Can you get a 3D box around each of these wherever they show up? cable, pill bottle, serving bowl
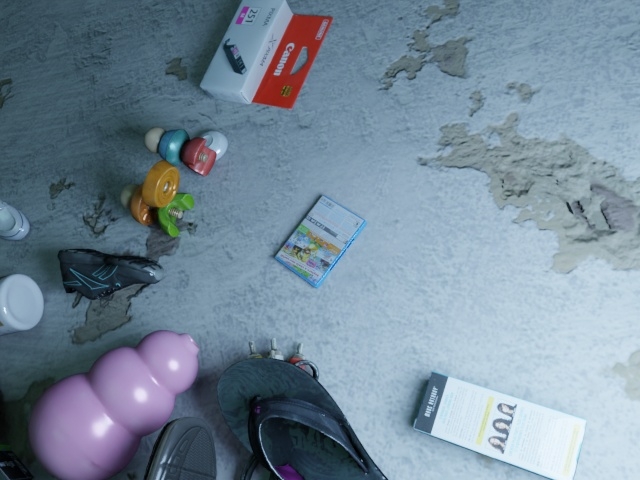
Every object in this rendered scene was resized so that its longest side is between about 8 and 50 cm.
[{"bbox_3d":[-0.073,0.322,1.135,0.140,0.072,0.287,1,79,4],"label":"cable"},{"bbox_3d":[-0.768,0.160,1.423,0.229,0.131,0.131,-13,63,16],"label":"pill bottle"},{"bbox_3d":[-0.259,-0.224,1.453,0.083,0.027,0.083,-9,64,19],"label":"serving bowl"}]

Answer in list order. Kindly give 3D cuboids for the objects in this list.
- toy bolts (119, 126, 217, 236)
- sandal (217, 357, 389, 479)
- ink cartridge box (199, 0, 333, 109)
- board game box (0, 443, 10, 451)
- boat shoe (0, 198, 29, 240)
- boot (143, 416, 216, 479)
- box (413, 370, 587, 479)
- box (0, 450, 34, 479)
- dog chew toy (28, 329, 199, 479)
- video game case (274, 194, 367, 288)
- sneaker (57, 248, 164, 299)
[{"bbox_3d":[-0.357,-0.157,1.357,0.159,0.218,0.228,21,73,13],"label":"toy bolts"},{"bbox_3d":[-0.007,0.351,1.011,0.446,0.107,0.167,42,86,22],"label":"sandal"},{"bbox_3d":[-0.129,-0.452,1.487,0.239,0.060,0.275,14,73,28],"label":"ink cartridge box"},{"bbox_3d":[-0.833,0.520,1.337,0.318,0.046,0.213,3,69,23],"label":"board game box"},{"bbox_3d":[-0.835,-0.069,1.584,0.226,0.076,0.083,25,79,29],"label":"boat shoe"},{"bbox_3d":[-0.328,0.485,1.059,0.284,0.138,0.377,-8,69,40],"label":"boot"},{"bbox_3d":[0.281,0.294,0.985,0.244,0.060,0.100,14,73,26],"label":"box"},{"bbox_3d":[-0.668,0.495,1.191,0.180,0.147,0.077,-42,81,-19],"label":"box"},{"bbox_3d":[-0.372,0.296,1.173,0.332,0.206,0.206,-40,59,-8],"label":"dog chew toy"},{"bbox_3d":[0.000,0.000,1.256,0.119,0.015,0.166,34,82,30],"label":"video game case"},{"bbox_3d":[-0.462,0.080,1.375,0.268,0.101,0.106,6,92,23],"label":"sneaker"}]
